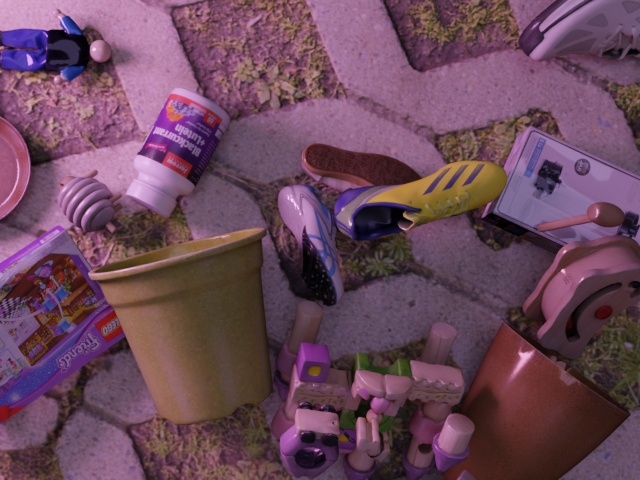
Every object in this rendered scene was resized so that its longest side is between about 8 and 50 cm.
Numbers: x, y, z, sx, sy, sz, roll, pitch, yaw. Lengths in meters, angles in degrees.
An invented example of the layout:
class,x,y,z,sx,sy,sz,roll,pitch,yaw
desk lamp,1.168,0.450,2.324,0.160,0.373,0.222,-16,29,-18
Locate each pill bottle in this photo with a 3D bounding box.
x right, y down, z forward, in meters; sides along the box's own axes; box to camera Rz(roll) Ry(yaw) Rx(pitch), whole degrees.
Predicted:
class,x,y,z,sx,sy,sz,roll,pitch,yaw
pill bottle,-0.236,-0.140,1.617,0.108,0.108,0.193,27,82,-1

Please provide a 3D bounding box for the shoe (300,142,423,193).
class,x,y,z,sx,sy,sz,roll,pitch,yaw
shoe,0.071,-0.107,1.668,0.219,0.058,0.076,17,61,-6

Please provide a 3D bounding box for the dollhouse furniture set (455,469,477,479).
class,x,y,z,sx,sy,sz,roll,pitch,yaw
dollhouse furniture set,0.179,0.548,1.454,0.286,0.198,0.303,42,52,0

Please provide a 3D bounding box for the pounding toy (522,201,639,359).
class,x,y,z,sx,sy,sz,roll,pitch,yaw
pounding toy,0.429,0.047,1.588,0.154,0.269,0.155,7,40,-24

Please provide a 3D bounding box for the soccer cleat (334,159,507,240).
class,x,y,z,sx,sy,sz,roll,pitch,yaw
soccer cleat,0.165,-0.054,1.579,0.289,0.121,0.093,-12,119,-6

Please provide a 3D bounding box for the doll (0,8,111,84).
class,x,y,z,sx,sy,sz,roll,pitch,yaw
doll,-0.443,-0.321,1.655,0.189,0.046,0.129,2,84,-4

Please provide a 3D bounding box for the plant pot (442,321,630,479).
class,x,y,z,sx,sy,sz,roll,pitch,yaw
plant pot,0.313,0.299,1.564,0.237,0.237,0.254,35,96,0

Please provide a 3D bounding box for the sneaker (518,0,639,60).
class,x,y,z,sx,sy,sz,roll,pitch,yaw
sneaker,0.573,-0.342,1.673,0.448,0.169,0.257,-24,84,-9

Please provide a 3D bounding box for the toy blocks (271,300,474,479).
class,x,y,z,sx,sy,sz,roll,pitch,yaw
toy blocks,0.063,0.293,1.516,0.289,0.309,0.260,10,122,-10

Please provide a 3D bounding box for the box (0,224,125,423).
class,x,y,z,sx,sy,sz,roll,pitch,yaw
box,-0.466,0.140,1.533,0.293,0.057,0.201,-35,112,-16

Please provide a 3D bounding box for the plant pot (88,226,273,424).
class,x,y,z,sx,sy,sz,roll,pitch,yaw
plant pot,-0.188,0.135,1.527,0.276,0.276,0.253,-14,95,-6

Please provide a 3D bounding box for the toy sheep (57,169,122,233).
class,x,y,z,sx,sy,sz,roll,pitch,yaw
toy sheep,-0.372,-0.059,1.609,0.132,0.091,0.091,39,81,20

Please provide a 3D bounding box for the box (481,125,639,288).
class,x,y,z,sx,sy,sz,roll,pitch,yaw
box,0.440,-0.054,1.668,0.290,0.087,0.169,26,82,-1

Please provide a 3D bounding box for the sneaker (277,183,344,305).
class,x,y,z,sx,sy,sz,roll,pitch,yaw
sneaker,0.000,0.000,1.591,0.086,0.085,0.237,-6,52,-20

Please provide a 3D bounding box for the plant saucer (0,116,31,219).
class,x,y,z,sx,sy,sz,roll,pitch,yaw
plant saucer,-0.570,-0.114,1.625,0.199,0.036,0.198,0,84,-4
